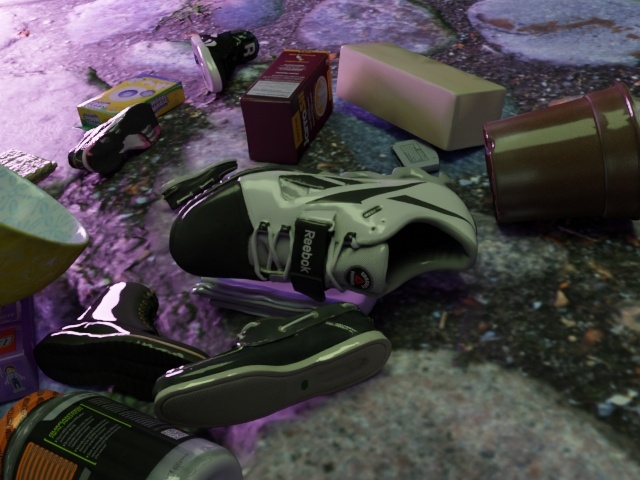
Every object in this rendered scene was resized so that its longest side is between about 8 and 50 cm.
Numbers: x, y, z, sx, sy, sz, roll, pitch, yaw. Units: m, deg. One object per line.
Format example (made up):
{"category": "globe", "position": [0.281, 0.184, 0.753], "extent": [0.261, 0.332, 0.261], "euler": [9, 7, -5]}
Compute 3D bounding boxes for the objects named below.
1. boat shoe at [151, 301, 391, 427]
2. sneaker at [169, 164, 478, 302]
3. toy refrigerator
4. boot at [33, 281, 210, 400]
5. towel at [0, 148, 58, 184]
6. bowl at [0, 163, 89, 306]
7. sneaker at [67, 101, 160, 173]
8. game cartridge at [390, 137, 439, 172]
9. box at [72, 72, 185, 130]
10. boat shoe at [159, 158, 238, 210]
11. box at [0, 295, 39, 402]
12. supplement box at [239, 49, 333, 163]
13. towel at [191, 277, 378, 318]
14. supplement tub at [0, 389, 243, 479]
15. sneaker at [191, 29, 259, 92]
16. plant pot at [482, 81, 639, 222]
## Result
{"category": "boat shoe", "position": [-0.050, 0.115, 0.727], "extent": [0.233, 0.084, 0.079], "euler": [-14, 48, -24]}
{"category": "sneaker", "position": [0.008, -0.002, 0.800], "extent": [0.330, 0.122, 0.146], "euler": [-8, 33, -8]}
{"category": "toy refrigerator", "position": [0.145, -0.224, 1.174], "extent": [0.102, 0.094, 0.269], "euler": [-14, 34, -33]}
{"category": "boot", "position": [-0.181, 0.092, 0.804], "extent": [0.197, 0.077, 0.137], "euler": [8, 32, 18]}
{"category": "towel", "position": [-0.480, -0.091, 1.149], "extent": [0.110, 0.027, 0.148], "euler": [16, 40, 28]}
{"category": "bowl", "position": [-0.402, -0.008, 0.775], "extent": [0.289, 0.289, 0.156], "euler": [35, 95, 44]}
{"category": "sneaker", "position": [-0.327, -0.164, 1.194], "extent": [0.077, 0.072, 0.178], "euler": [1, 29, 30]}
{"category": "game cartridge", "position": [0.138, -0.120, 1.099], "extent": [0.056, 0.017, 0.083], "euler": [-14, 36, -5]}
{"category": "box", "position": [-0.331, -0.230, 1.310], "extent": [0.105, 0.043, 0.179], "euler": [17, 43, 30]}
{"category": "boat shoe", "position": [-0.164, -0.080, 1.071], "extent": [0.125, 0.038, 0.046], "euler": [-28, -2, -36]}
{"category": "box", "position": [-0.458, 0.122, 0.814], "extent": [0.293, 0.057, 0.201], "euler": [-15, 35, -13]}
{"category": "supplement box", "position": [-0.047, -0.210, 1.179], "extent": [0.080, 0.104, 0.188], "euler": [7, 38, 18]}
{"category": "towel", "position": [0.000, 0.000, 0.935], "extent": [0.209, 0.034, 0.285], "euler": [11, 38, 22]}
{"category": "supplement tub", "position": [-0.168, 0.193, 0.615], "extent": [0.190, 0.117, 0.117], "euler": [15, 40, 28]}
{"category": "sneaker", "position": [-0.166, -0.343, 1.408], "extent": [0.121, 0.079, 0.217], "euler": [-15, 34, -10]}
{"category": "plant pot", "position": [0.287, -0.095, 0.925], "extent": [0.165, 0.167, 0.167], "euler": [-8, 34, 11]}
